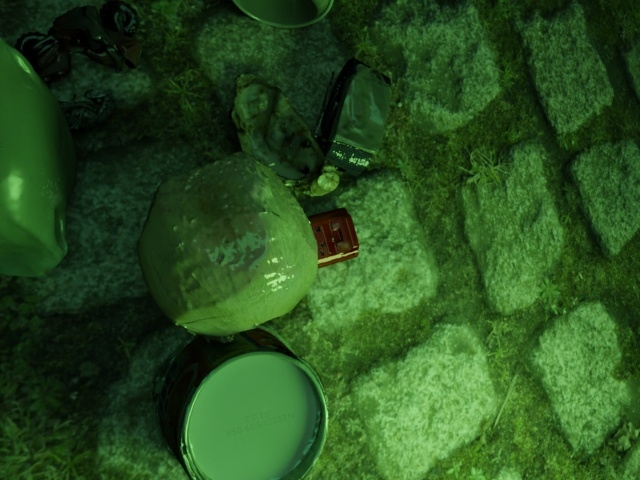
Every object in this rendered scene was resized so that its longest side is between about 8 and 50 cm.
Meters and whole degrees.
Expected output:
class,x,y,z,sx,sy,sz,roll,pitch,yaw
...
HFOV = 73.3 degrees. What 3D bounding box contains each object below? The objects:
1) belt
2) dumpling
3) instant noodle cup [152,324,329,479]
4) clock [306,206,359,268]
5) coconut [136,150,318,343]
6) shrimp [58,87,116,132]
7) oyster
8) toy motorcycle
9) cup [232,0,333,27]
class,x,y,z,sx,sy,sz,roll,pitch,yaw
belt,0.060,-0.261,0.905,0.126,0.139,0.231,19,83,-21
dumpling,-0.475,-0.116,0.640,0.211,0.269,0.321,14,73,-42
instant noodle cup,-0.125,0.285,0.728,0.296,0.214,0.297,3,82,-22
clock,0.000,0.000,0.897,0.154,0.061,0.113,-16,91,-21
coconut,-0.145,0.024,0.713,0.297,0.297,0.255,-26,83,-23
shrimp,-0.437,-0.217,0.741,0.165,0.056,0.065,-22,126,-25
oyster,-0.082,-0.208,0.864,0.166,0.094,0.295,-19,76,-2
toy motorcycle,-0.408,-0.336,0.752,0.212,0.084,0.118,-32,98,-15
cup,-0.065,-0.633,0.860,0.212,0.212,0.318,9,79,-21
